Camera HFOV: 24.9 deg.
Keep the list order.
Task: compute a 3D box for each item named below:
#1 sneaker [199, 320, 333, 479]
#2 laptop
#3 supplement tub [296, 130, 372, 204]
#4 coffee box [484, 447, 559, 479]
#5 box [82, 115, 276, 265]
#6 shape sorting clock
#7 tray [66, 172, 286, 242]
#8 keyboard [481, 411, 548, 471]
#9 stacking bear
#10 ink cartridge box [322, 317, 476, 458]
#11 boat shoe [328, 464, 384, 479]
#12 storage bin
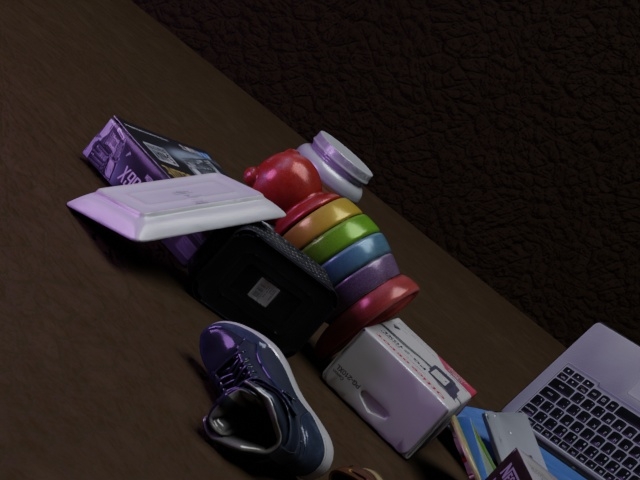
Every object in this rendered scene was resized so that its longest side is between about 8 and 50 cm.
[{"bbox_3d":[-0.089,0.161,1.600,0.226,0.086,0.163,48,9,29],"label":"sneaker"},{"bbox_3d":[0.427,0.274,2.309,0.382,0.408,0.236,34,-23,43],"label":"laptop"},{"bbox_3d":[-0.018,-0.080,2.557,0.144,0.199,0.144,40,10,-9],"label":"supplement tub"},{"bbox_3d":[0.239,0.385,1.637,0.119,0.168,0.297,39,11,-15],"label":"coffee box"},{"bbox_3d":[-0.187,-0.054,2.167,0.242,0.076,0.307,46,11,21],"label":"box"},{"bbox_3d":[0.225,0.339,2.014,0.206,0.040,0.206,-23,90,-82],"label":"shape sorting clock"},{"bbox_3d":[-0.183,-0.051,1.898,0.145,0.030,0.270,27,25,36],"label":"tray"},{"bbox_3d":[0.298,0.329,2.151,0.072,0.014,0.256,6,27,-9],"label":"keyboard"},{"bbox_3d":[0.000,0.000,2.109,0.289,0.175,0.164,54,-30,9],"label":"stacking bear"},{"bbox_3d":[0.119,0.211,2.118,0.172,0.100,0.237,43,11,11],"label":"ink cartridge box"},{"bbox_3d":[0.066,0.313,1.614,0.060,0.064,0.178,25,12,-41],"label":"boat shoe"},{"bbox_3d":[-0.079,0.059,1.963,0.180,0.122,0.084,37,11,-21],"label":"storage bin"}]
